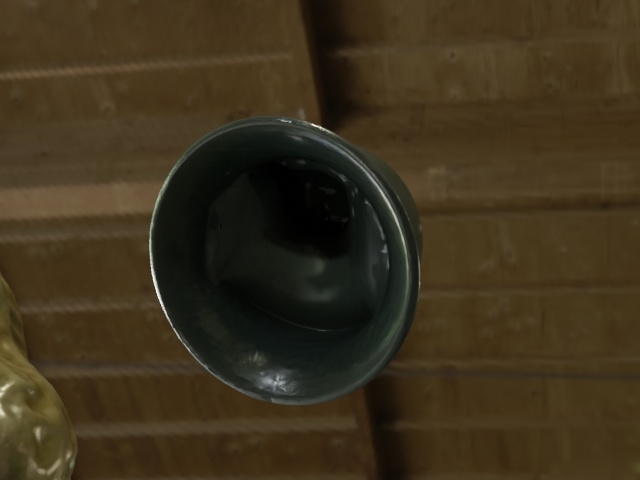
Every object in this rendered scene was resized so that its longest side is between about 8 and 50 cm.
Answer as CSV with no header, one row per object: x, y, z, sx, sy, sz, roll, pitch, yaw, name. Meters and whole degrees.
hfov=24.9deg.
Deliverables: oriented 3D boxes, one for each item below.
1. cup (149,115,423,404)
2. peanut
0.000,0.000,1.033,0.199,0.150,0.199,6,-75,23,cup
-0.246,0.088,0.938,0.140,0.325,0.153,11,-69,-39,peanut
